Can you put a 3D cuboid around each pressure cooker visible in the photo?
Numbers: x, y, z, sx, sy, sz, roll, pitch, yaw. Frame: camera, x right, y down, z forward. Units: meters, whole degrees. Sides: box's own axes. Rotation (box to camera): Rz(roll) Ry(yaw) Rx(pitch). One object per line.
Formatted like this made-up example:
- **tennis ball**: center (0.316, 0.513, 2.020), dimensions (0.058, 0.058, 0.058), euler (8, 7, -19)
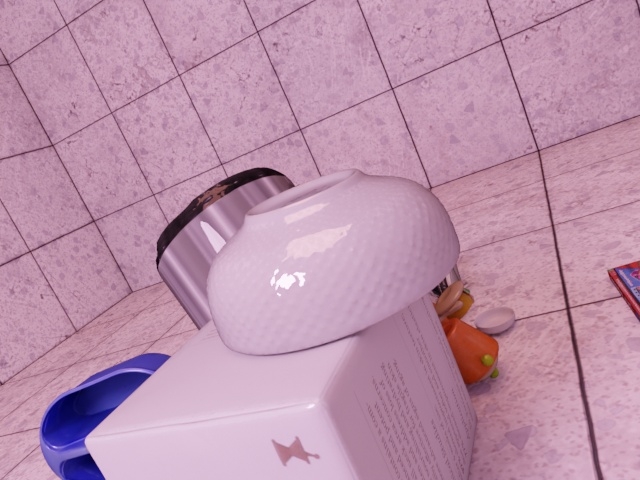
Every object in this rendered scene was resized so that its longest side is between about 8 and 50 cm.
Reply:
- **pressure cooker**: center (-0.106, 0.102, 1.195), dimensions (0.369, 0.420, 0.375), euler (-27, -17, -40)

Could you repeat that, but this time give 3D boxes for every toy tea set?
- **toy tea set**: center (0.258, 0.201, 1.072), dimensions (0.200, 0.124, 0.336), euler (-51, 3, 27)

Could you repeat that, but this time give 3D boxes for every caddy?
- **caddy**: center (-0.425, 0.395, 1.178), dimensions (0.341, 0.241, 0.179), euler (-24, 6, 6)

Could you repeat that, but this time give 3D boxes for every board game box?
- **board game box**: center (0.618, 0.091, 0.959), dimensions (0.145, 0.027, 0.281), euler (-19, 13, 18)

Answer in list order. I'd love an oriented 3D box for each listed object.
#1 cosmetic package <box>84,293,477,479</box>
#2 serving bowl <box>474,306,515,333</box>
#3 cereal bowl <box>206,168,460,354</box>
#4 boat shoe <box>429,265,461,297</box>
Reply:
- **cosmetic package**: center (-0.008, 0.256, 0.744), dimensions (0.327, 0.330, 0.394), euler (-17, 14, 26)
- **serving bowl**: center (0.360, 0.168, 1.121), dimensions (0.083, 0.027, 0.083), euler (-24, 12, 6)
- **cereal bowl**: center (0.000, 0.000, 0.716), dimensions (0.338, 0.141, 0.339), euler (-21, 12, 5)
- **boat shoe**: center (0.298, 0.101, 1.355), dimensions (0.091, 0.114, 0.302), euler (-20, 1, 15)
